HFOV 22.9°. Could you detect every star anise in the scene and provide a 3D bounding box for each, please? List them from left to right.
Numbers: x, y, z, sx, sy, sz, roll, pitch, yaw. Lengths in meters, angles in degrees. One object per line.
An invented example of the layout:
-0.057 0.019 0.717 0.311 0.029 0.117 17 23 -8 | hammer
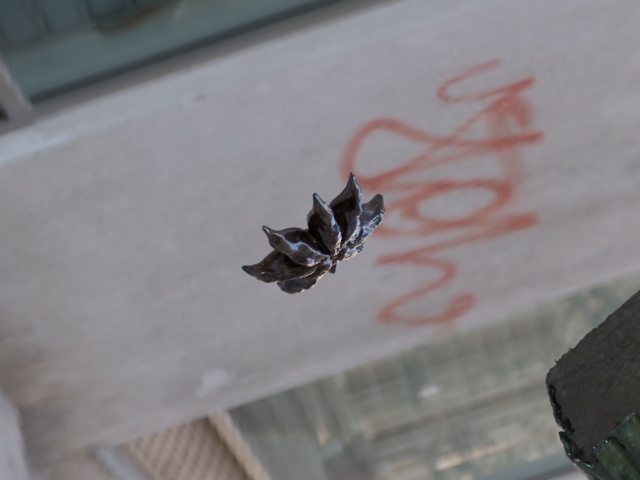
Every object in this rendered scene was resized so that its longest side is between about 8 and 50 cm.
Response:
0.000 0.000 1.353 0.042 0.141 0.141 52 -7 25 | star anise

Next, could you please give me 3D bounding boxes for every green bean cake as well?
0.301 0.133 1.407 0.094 0.181 0.173 45 15 -20 | green bean cake
